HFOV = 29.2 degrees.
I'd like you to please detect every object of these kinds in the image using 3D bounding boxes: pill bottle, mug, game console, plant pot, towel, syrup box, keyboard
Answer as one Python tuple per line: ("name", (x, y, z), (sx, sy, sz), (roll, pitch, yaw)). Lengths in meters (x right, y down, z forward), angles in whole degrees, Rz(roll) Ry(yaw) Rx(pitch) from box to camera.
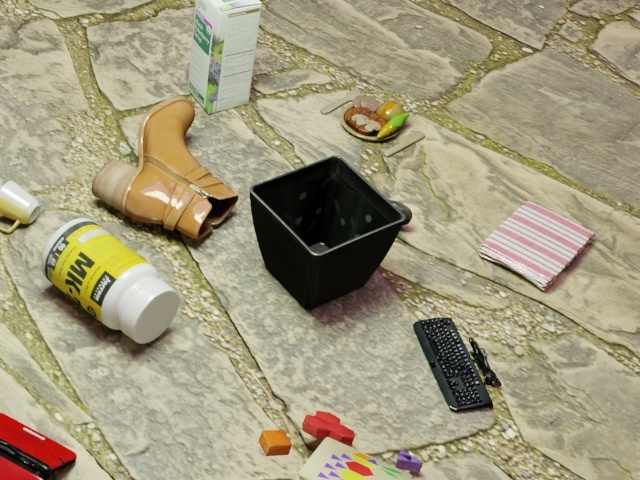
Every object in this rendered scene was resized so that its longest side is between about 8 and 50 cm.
("pill bottle", (-0.327, 0.064, 1.916), (0.208, 0.119, 0.119), (34, 47, 25))
("mug", (-0.512, -0.053, 2.069), (0.064, 0.078, 0.062), (29, 11, 8))
("game console", (-0.434, 0.314, 1.696), (0.144, 0.085, 0.124), (25, 12, 15))
("plant pot", (0.000, 0.000, 2.016), (0.188, 0.167, 0.187), (-22, 50, -32))
("towel", (0.387, 0.006, 2.193), (0.144, 0.029, 0.197), (30, 43, 22))
("syrup box", (-0.185, -0.369, 2.339), (0.096, 0.237, 0.093), (-19, 50, -29))
("keyboard", (0.222, 0.185, 1.951), (0.100, 0.038, 0.192), (-6, 45, -17))

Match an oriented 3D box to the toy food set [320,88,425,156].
("toy food set", (0.102, -0.244, 2.404), (0.192, 0.039, 0.132), (36, 48, 26))

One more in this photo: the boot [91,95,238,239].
("boot", (-0.237, -0.128, 2.154), (0.220, 0.109, 0.283), (23, 45, 16))

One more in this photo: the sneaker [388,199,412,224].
("sneaker", (0.070, -0.039, 2.164), (0.170, 0.051, 0.089), (15, 41, 13))

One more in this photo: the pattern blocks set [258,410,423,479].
("pattern blocks set", (0.050, 0.325, 1.655), (0.285, 0.026, 0.325), (25, 12, 17))
